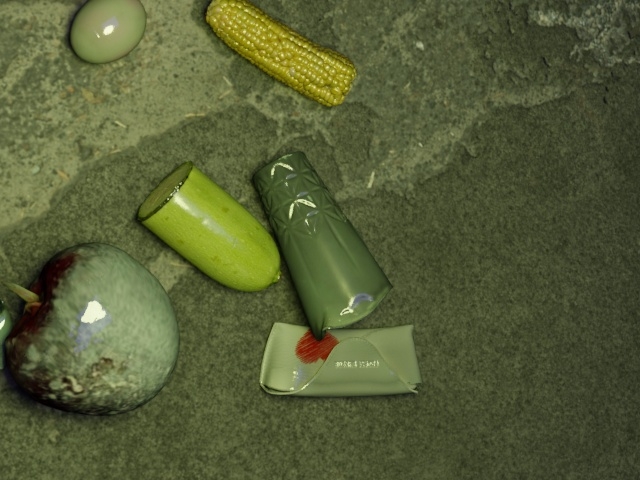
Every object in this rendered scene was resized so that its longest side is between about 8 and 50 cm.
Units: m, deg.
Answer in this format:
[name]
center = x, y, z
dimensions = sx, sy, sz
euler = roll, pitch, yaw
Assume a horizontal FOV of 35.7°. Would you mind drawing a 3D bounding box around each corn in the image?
[corn]
center = -0.067, -0.330, 1.714
dimensions = 0.291, 0.101, 0.101
euler = 30, 75, -21

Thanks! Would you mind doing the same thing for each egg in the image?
[egg]
center = -0.339, -0.340, 1.588
dimensions = 0.135, 0.103, 0.103
euler = -46, 105, -19

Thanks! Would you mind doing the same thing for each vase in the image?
[vase]
center = 0.000, 0.000, 1.696
dimensions = 0.301, 0.156, 0.251
euler = 62, 29, 4

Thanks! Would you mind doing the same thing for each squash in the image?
[squash]
center = -0.168, -0.005, 1.633
dimensions = 0.247, 0.132, 0.132
euler = 43, 71, -18

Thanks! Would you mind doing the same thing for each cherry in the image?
[cherry]
center = -0.346, 0.135, 1.498
dimensions = 0.296, 0.218, 0.255
euler = 33, 70, -33

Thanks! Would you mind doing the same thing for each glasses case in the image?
[glasses case]
center = 0.051, 0.210, 1.743
dimensions = 0.308, 0.083, 0.128
euler = 3, 86, -25

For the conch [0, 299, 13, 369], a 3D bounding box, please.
[conch]
center = -0.528, 0.120, 1.478
dimensions = 0.116, 0.106, 0.173
euler = -56, 129, -40
